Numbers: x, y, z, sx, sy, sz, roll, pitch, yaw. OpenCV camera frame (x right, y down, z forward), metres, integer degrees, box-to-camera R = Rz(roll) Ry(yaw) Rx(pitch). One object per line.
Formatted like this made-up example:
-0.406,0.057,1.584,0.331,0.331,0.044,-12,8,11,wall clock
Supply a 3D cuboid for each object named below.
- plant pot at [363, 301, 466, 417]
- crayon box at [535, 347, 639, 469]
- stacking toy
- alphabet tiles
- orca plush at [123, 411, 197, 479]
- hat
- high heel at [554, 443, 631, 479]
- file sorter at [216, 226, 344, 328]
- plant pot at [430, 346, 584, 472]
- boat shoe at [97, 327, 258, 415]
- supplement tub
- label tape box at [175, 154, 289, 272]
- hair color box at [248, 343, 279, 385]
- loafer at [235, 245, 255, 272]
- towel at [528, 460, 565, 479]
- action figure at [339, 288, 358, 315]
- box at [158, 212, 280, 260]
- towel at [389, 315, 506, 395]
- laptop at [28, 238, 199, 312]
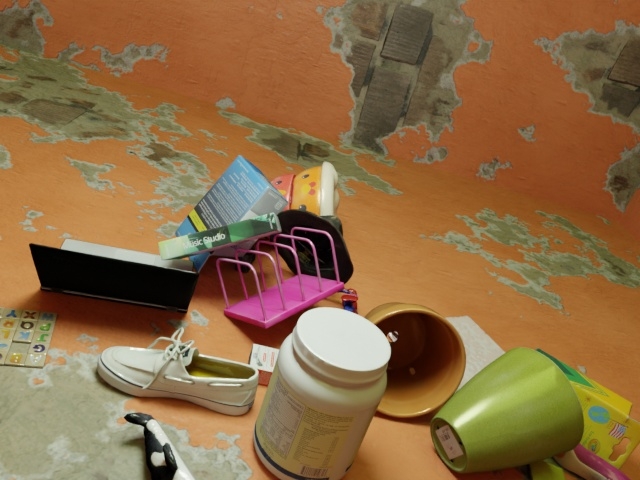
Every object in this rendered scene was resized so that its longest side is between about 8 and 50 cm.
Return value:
0.209,0.286,1.553,0.291,0.290,0.203,14,11,-9,plant pot
0.669,0.459,1.567,0.319,0.202,0.081,32,29,23,crayon box
-0.174,-0.100,2.090,0.480,0.350,0.350,0,27,4,stacking toy
-0.747,0.215,1.354,0.237,0.009,0.198,9,28,-19,alphabet tiles
-0.307,0.438,1.105,0.102,0.151,0.287,-35,55,-21,orca plush
0.000,0.000,1.854,0.331,0.331,0.134,29,52,20,hat
0.684,0.553,1.514,0.117,0.082,0.244,-12,43,-32,high heel
-0.117,0.091,1.660,0.291,0.182,0.202,-23,20,-37,file sorter
0.423,0.437,1.430,0.294,0.274,0.275,-16,40,-24,plant pot
-0.315,0.279,1.337,0.367,0.156,0.135,17,26,-3,boat shoe
0.003,0.330,1.250,0.236,0.324,0.235,15,26,-7,supplement tub
-0.294,-0.074,1.911,0.115,0.347,0.249,33,10,-42,label tape box
-0.100,0.327,1.498,0.167,0.053,0.093,16,28,-8,hair color box
-0.242,0.041,1.948,0.062,0.061,0.170,13,26,-9,loafer
0.551,0.616,1.395,0.102,0.021,0.237,24,25,-1,towel
0.050,0.189,1.780,0.139,0.091,0.280,0,-2,5,action figure
-0.274,-0.010,1.672,0.322,0.058,0.232,-16,0,-2,box
0.414,0.348,1.785,0.332,0.053,0.317,-1,33,-32,towel
-0.522,0.042,1.574,0.382,0.236,0.408,12,27,-14,laptop
